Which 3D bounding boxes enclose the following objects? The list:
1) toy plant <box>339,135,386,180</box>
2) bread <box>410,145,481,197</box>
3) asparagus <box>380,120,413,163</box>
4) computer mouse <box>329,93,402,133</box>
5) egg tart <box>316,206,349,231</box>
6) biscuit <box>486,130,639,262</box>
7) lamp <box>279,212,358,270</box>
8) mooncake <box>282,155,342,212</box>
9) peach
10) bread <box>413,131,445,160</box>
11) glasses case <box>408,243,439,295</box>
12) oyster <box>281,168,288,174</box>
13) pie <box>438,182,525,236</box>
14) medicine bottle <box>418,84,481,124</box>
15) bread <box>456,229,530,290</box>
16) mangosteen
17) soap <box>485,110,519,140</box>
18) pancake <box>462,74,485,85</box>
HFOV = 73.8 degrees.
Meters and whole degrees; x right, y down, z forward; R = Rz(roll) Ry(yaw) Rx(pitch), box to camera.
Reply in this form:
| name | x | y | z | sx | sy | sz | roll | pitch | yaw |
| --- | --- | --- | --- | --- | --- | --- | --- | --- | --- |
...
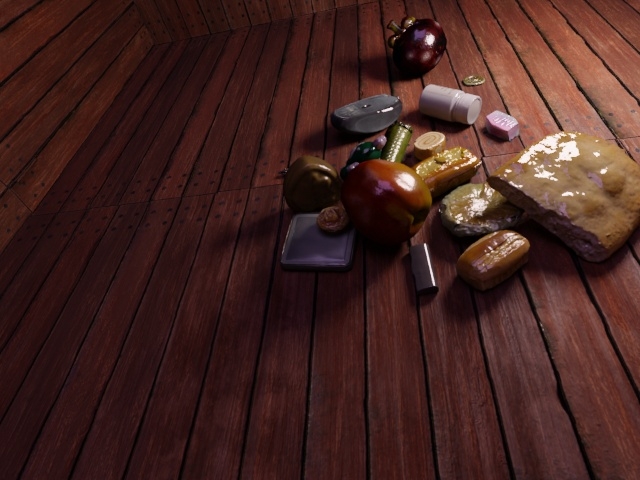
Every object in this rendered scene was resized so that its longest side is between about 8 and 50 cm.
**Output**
| name | x | y | z | sx | sy | sz | roll | pitch | yaw |
| --- | --- | --- | --- | --- | --- | --- | --- | --- | --- |
| toy plant | 0.170 | -0.325 | 1.700 | 0.232 | 0.112 | 0.243 | -44 | 3 | 9 |
| bread | 0.467 | -0.257 | 1.651 | 0.288 | 0.119 | 0.152 | -27 | 50 | -10 |
| asparagus | 0.297 | -0.366 | 1.807 | 0.129 | 0.108 | 0.381 | -7 | 45 | 38 |
| computer mouse | 0.219 | -0.590 | 2.033 | 0.374 | 0.114 | 0.203 | -22 | 43 | -16 |
| egg tart | 0.050 | -0.074 | 1.574 | 0.131 | 0.052 | 0.130 | -8 | 46 | 8 |
| biscuit | 0.858 | -0.178 | 1.398 | 0.446 | 0.104 | 0.429 | -34 | 67 | -14 |
| lamp | 0.000 | 0.000 | 1.588 | 0.269 | 0.047 | 0.266 | 0 | 48 | 15 |
| mooncake | -0.033 | -0.220 | 1.681 | 0.235 | 0.234 | 0.117 | -18 | 45 | -1 |
| peach | 0.218 | -0.145 | 1.490 | 0.308 | 0.307 | 0.332 | -35 | 56 | -17 |
| bread | 0.461 | -0.401 | 1.822 | 0.149 | 0.073 | 0.122 | -33 | 43 | -18 |
| glasses case | 0.339 | 0.093 | 1.414 | 0.072 | 0.042 | 0.190 | -13 | 45 | 14 |
| oyster | -0.106 | -0.316 | 1.923 | 0.132 | 0.029 | 0.086 | -31 | 48 | -16 |
| pie | 0.565 | -0.112 | 1.505 | 0.307 | 0.071 | 0.306 | -9 | 41 | 8 |
| medicine bottle | 0.585 | -0.615 | 1.934 | 0.144 | 0.144 | 0.252 | -41 | 49 | -22 |
| bread | 0.547 | 0.053 | 1.346 | 0.237 | 0.106 | 0.140 | -31 | 46 | -15 |
| mangosteen | 0.510 | -1.026 | 2.234 | 0.298 | 0.293 | 0.297 | -16 | 40 | 14 |
| soap | 0.778 | -0.490 | 1.824 | 0.100 | 0.056 | 0.149 | -32 | 47 | -11 |
| pancake | 0.771 | -0.807 | 2.147 | 0.108 | 0.017 | 0.108 | -8 | 42 | 7 |
